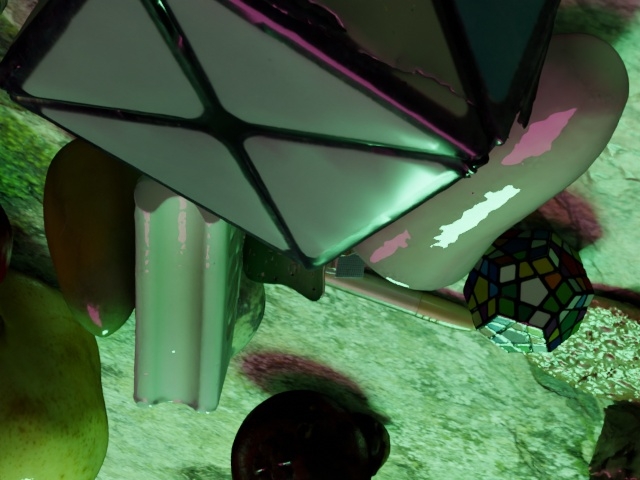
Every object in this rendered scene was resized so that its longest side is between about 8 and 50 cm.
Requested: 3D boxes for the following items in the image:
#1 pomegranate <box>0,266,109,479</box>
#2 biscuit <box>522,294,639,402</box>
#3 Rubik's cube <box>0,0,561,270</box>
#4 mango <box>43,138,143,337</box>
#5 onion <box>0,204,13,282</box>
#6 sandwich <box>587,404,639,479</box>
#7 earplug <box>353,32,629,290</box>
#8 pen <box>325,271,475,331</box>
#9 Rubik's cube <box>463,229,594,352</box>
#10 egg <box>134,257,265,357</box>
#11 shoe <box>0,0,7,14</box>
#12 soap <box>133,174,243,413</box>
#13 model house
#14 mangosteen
[{"bbox_3d":[-0.464,0.208,2.208,0.416,0.417,0.417,16,153,8],"label":"pomegranate"},{"bbox_3d":[0.314,0.120,1.911,0.220,0.033,0.220,16,152,9],"label":"biscuit"},{"bbox_3d":[-0.014,-0.204,1.236,0.307,0.305,0.310,31,154,-16],"label":"Rubik's cube"},{"bbox_3d":[-0.239,-0.008,1.815,0.114,0.251,0.156,4,127,-6],"label":"mango"},{"bbox_3d":[-0.486,-0.045,1.990,0.273,0.285,0.273,9,-169,-2],"label":"onion"},{"bbox_3d":[0.439,0.297,2.020,0.227,0.155,0.198,5,150,26],"label":"sandwich"},{"bbox_3d":[0.155,-0.087,1.502,0.172,0.172,0.301,29,147,-18],"label":"earplug"},{"bbox_3d":[0.068,0.057,1.962,0.233,0.032,0.040,19,177,4],"label":"pen"},{"bbox_3d":[0.212,0.052,1.762,0.133,0.133,0.112,0,122,34],"label":"Rubik's cube"},{"bbox_3d":[-0.138,0.077,2.015,0.141,0.141,0.181,34,142,-26],"label":"egg"},{"bbox_3d":[-0.393,-0.253,1.632,0.194,0.077,0.074,31,151,-21],"label":"shoe"},{"bbox_3d":[-0.130,0.016,1.750,0.095,0.173,0.289,8,130,3],"label":"soap"},{"bbox_3d":[0.000,0.000,1.811,0.088,0.117,0.167,7,-177,-33],"label":"model house"},{"bbox_3d":[-0.020,0.297,2.301,0.210,0.210,0.210,16,153,8],"label":"mangosteen"}]
